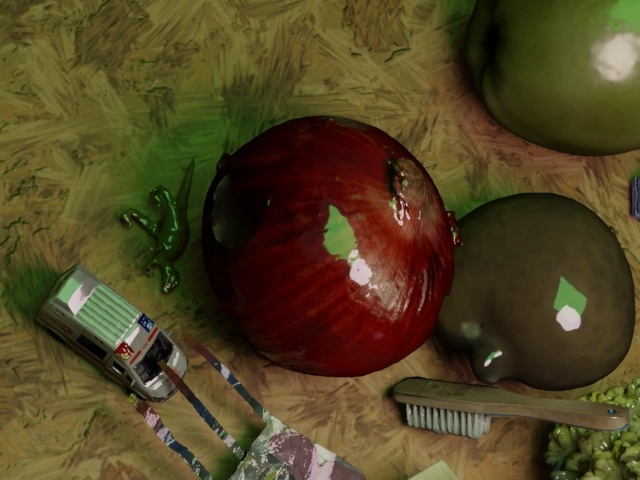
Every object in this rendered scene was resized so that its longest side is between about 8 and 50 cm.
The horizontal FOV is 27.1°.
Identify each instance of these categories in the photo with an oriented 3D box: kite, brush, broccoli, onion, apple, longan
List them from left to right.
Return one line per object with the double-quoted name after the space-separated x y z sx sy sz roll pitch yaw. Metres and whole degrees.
-0.089 0.287 1.688 0.360 0.022 0.204 46 65 -15 "kite"
-0.005 -0.001 1.696 0.341 0.341 0.341 6 70 -18 "onion"
0.246 0.232 1.746 0.070 0.327 0.065 -22 111 -57 "brush"
0.289 0.078 1.812 0.300 0.243 0.300 -9 49 10 "longan"
0.394 -0.286 1.922 0.357 0.357 0.357 6 70 -18 "apple"
0.472 0.311 1.751 0.293 0.281 0.348 31 23 -13 "broccoli"

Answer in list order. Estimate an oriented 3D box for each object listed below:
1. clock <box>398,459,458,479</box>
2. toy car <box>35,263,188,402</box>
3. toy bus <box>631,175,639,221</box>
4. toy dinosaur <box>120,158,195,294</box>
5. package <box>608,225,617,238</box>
0.160 0.476 1.622 0.276 0.120 0.379 -32 61 -11 "clock"
-0.255 0.119 1.672 0.210 0.108 0.089 39 64 -5 "toy car"
0.568 -0.057 2.055 0.167 0.076 0.073 10 69 -16 "toy bus"
-0.190 -0.019 1.787 0.162 0.039 0.126 -40 99 -32 "toy dinosaur"
0.403 0.043 1.986 0.121 0.031 0.108 -15 78 -19 "package"
